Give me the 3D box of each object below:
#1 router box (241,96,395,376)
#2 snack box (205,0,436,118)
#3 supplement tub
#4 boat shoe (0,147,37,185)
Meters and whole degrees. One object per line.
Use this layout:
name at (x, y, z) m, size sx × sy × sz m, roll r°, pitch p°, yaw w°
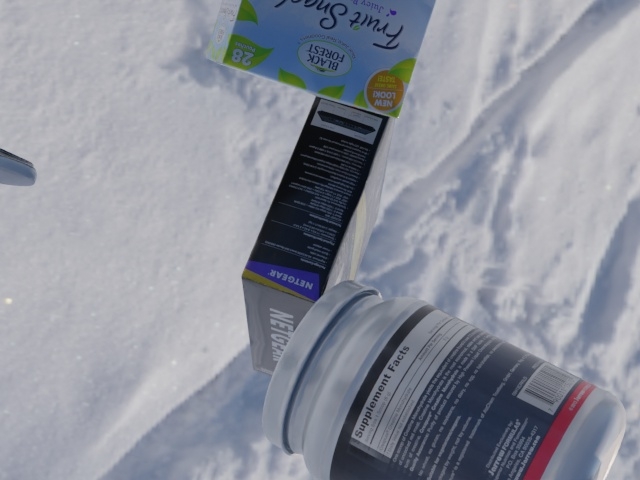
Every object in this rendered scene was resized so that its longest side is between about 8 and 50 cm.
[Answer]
router box at (0.000, 0.000, 1.161) m, size 0.309 × 0.081 × 0.242 m, roll 94°, pitch 16°, yaw -67°
snack box at (0.015, -0.231, 0.959) m, size 0.175 × 0.070 × 0.207 m, roll 14°, pitch 100°, yaw -22°
supplement tub at (0.107, 0.166, 0.954) m, size 0.191 × 0.272 × 0.191 m, roll -48°, pitch 153°, yaw -34°
boat shoe at (-0.340, -0.091, 1.050) m, size 0.142 × 0.049 × 0.040 m, roll 18°, pitch 69°, yaw -15°
